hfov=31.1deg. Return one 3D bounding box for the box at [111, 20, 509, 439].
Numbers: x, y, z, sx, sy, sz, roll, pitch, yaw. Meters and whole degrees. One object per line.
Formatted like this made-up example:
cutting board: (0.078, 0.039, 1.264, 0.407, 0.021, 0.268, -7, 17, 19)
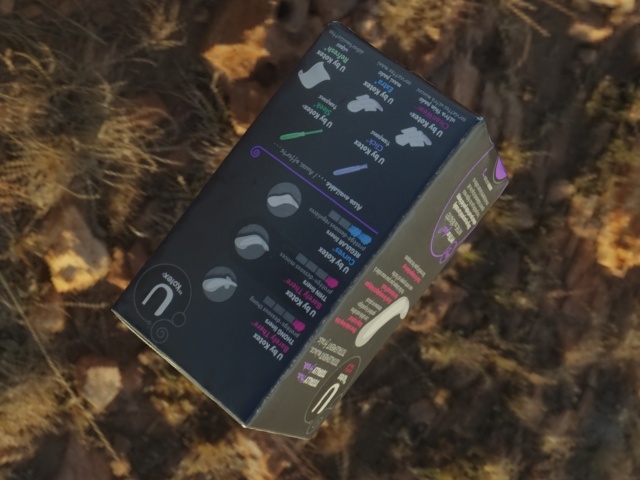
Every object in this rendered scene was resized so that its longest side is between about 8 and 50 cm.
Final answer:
box: (0.000, 0.000, 0.874, 0.270, 0.143, 0.165, -53, 159, -1)
